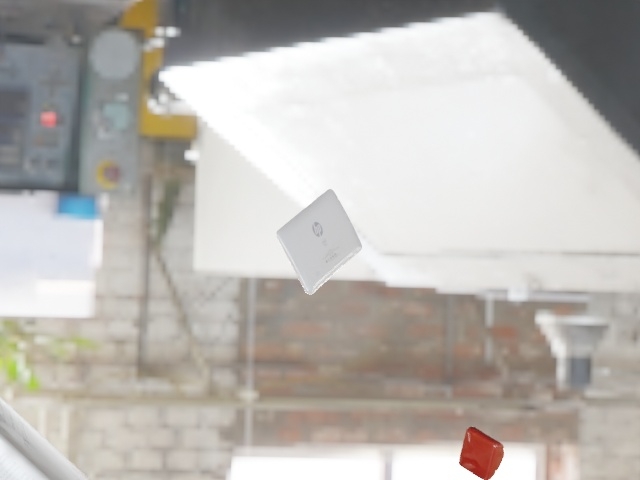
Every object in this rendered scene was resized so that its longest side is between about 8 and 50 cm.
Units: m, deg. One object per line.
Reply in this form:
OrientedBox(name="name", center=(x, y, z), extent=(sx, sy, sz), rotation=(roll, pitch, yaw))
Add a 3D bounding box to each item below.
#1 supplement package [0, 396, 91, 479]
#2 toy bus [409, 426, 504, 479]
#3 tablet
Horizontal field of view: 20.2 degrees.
OrientedBox(name="supplement package", center=(-0.286, 0.310, 1.762), extent=(0.293, 0.175, 0.177), rotation=(46, 177, -18))
OrientedBox(name="toy bus", center=(0.117, 0.267, 1.428), extent=(0.104, 0.191, 0.202), rotation=(-20, 160, -45))
OrientedBox(name="tablet", center=(0.000, 0.000, 1.345), extent=(0.006, 0.054, 0.083), rotation=(-20, -167, 38))
